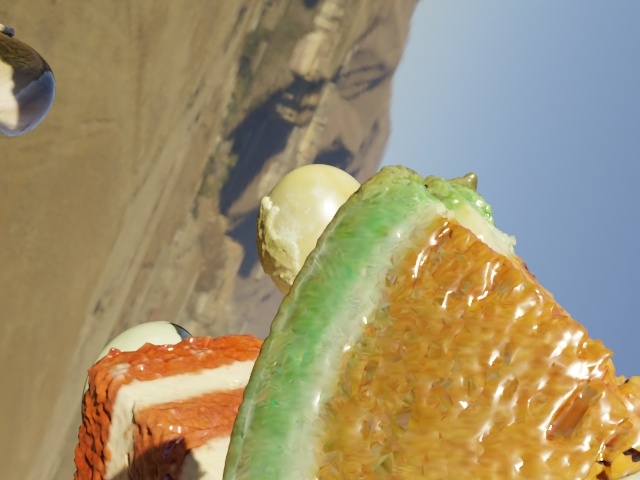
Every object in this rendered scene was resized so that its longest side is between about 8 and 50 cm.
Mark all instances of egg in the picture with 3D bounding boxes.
[{"bbox_3d":[-0.267,0.233,1.681,0.253,0.186,0.187,-71,-175,-46],"label":"egg"},{"bbox_3d":[-0.003,0.000,1.404,0.164,0.164,0.202,-72,159,-57],"label":"egg"}]

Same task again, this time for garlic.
[{"bbox_3d":[-0.409,-0.186,1.367,0.266,0.148,0.129,-113,-153,-63],"label":"garlic"}]

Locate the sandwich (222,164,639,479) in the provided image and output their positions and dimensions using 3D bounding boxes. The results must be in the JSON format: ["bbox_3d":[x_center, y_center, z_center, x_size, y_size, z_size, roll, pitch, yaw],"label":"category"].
[{"bbox_3d":[0.052,0.100,0.567,0.292,0.212,0.109,-53,145,-5],"label":"sandwich"}]

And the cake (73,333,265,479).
[{"bbox_3d":[-0.116,0.302,1.328,0.319,0.269,0.270,32,-62,42],"label":"cake"}]
